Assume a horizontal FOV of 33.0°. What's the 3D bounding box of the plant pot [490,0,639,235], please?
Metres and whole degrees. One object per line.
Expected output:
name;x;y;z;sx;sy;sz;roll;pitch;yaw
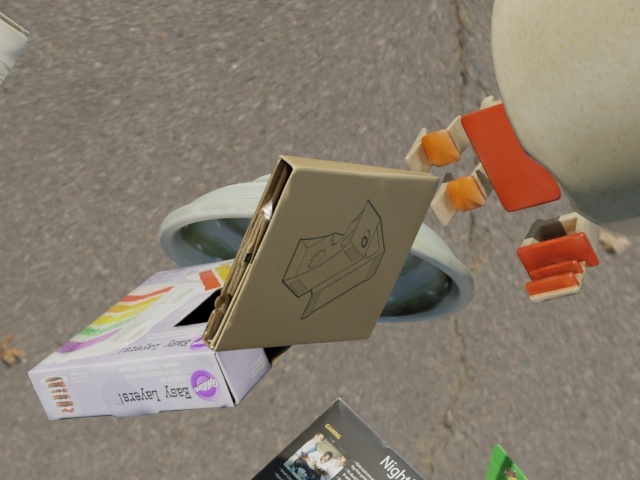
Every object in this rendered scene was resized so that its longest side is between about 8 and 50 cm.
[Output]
plant pot;0.285;-0.143;0.650;0.305;0.334;0.334;-24;105;51

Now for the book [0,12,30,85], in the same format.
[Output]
book;-0.210;-0.096;0.486;0.144;0.035;0.096;-4;145;48

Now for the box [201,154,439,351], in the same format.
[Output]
box;0.006;0.013;0.886;0.021;0.201;0.164;36;111;34

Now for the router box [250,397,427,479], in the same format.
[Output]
router box;0.033;0.304;0.794;0.243;0.081;0.309;-41;56;-13

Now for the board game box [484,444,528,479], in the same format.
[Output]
board game box;0.234;0.403;1.395;0.039;0.124;0.259;0;112;-19

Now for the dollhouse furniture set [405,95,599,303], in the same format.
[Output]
dollhouse furniture set;0.271;-0.064;1.409;0.262;0.135;0.259;-17;115;34

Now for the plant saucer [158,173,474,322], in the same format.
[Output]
plant saucer;0.000;0.000;1.369;0.400;0.400;0.100;10;71;3

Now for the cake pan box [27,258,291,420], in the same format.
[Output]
cake pan box;-0.133;0.096;1.142;0.267;0.246;0.070;-9;112;34
